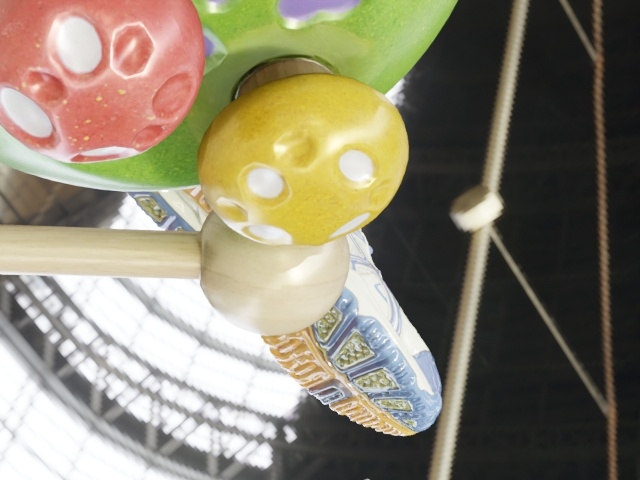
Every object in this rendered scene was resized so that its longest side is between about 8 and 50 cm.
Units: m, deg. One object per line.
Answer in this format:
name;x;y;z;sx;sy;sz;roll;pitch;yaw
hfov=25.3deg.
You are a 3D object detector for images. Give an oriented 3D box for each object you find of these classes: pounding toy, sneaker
pounding toy;-0.041;-0.035;0.381;0.183;0.237;0.110;1;-132;-19
sneaker;0.000;0.000;0.992;0.112;0.296;0.131;-25;-162;48

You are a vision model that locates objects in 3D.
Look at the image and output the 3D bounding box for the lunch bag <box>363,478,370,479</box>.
lunch bag;-0.002;0.136;0.539;0.083;0.053;0.071;-44;178;5
